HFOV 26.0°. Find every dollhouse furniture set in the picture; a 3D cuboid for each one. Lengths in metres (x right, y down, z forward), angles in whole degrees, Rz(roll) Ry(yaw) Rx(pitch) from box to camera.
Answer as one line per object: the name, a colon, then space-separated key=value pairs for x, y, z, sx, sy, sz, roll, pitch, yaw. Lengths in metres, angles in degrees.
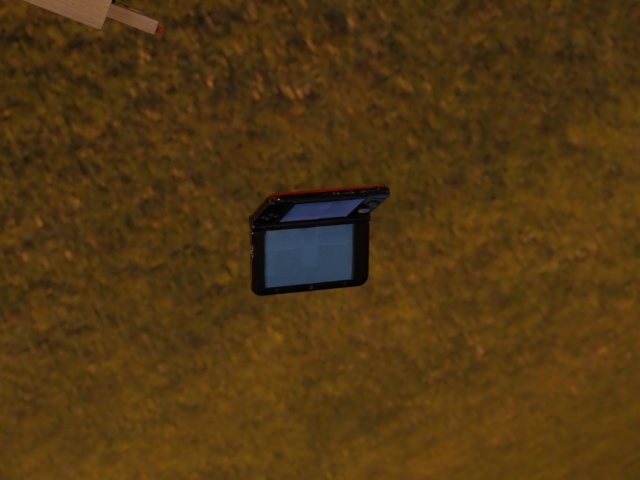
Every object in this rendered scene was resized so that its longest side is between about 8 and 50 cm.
dollhouse furniture set: x=-0.156 y=-0.231 z=1.045 sx=0.129 sy=0.183 sz=0.129 roll=19 pitch=100 yaw=-16

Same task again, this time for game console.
game console: x=0.000 y=0.000 z=1.529 sx=0.144 sy=0.085 sz=0.124 roll=-6 pitch=165 yaw=-21
